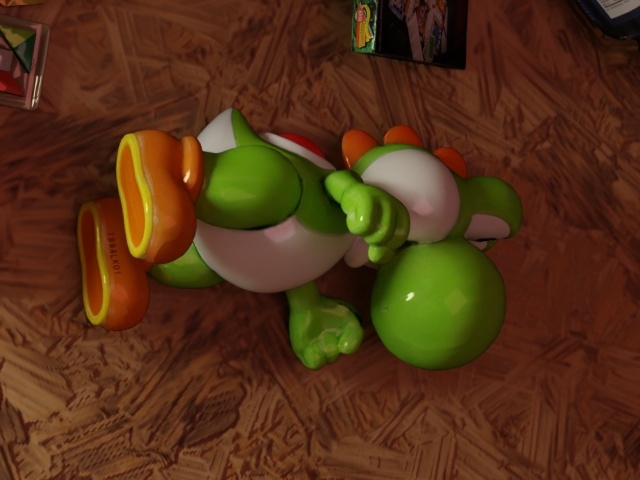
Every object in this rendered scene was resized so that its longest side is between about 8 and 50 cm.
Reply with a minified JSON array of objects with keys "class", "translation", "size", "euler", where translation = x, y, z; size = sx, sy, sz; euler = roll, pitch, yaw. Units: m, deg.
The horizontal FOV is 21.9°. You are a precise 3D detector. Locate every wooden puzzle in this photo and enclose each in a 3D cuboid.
[{"class":"wooden puzzle","translation":[-0.240,-0.137,1.234],"size":[0.078,0.014,0.116],"euler":[2,91,-26]}]

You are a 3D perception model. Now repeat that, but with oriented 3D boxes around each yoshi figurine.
[{"class":"yoshi figurine","translation":[0.010,0.020,1.278],"size":[0.362,0.203,0.203],"euler":[0,108,-29]}]

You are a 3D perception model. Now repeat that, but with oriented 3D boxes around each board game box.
[{"class":"board game box","translation":[0.079,-0.275,1.351],"size":[0.136,0.030,0.260],"euler":[3,90,-50]}]

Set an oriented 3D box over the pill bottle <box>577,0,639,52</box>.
[{"class":"pill bottle","translation":[0.261,-0.251,1.419],"size":[0.219,0.123,0.123],"euler":[47,72,-21]}]
